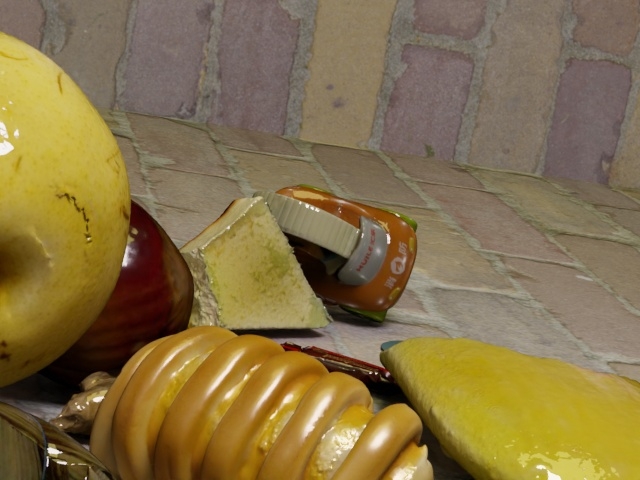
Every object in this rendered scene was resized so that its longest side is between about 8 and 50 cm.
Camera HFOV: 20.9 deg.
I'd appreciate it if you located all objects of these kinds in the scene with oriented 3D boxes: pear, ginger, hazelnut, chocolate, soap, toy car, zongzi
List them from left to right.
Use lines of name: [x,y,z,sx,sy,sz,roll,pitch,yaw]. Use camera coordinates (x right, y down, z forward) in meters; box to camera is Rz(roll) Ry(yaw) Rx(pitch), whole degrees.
pear: [-0.332,-0.025,1.512,0.348,0.348,0.348,10,12,-2]
zongzi: [-0.238,0.200,1.410,0.242,0.112,0.221,29,-10,-24]
hazelnut: [-0.239,0.055,1.765,0.230,0.229,0.229,10,12,-2]
ginger: [-0.164,0.161,1.691,0.133,0.058,0.214,18,15,15]
toy car: [0.000,0.000,2.216,0.235,0.145,0.235,20,-7,2]
chocolate: [0.032,0.150,1.988,0.183,0.028,0.086,15,7,8]
soap: [0.245,0.189,1.777,0.306,0.115,0.427,12,13,-23]

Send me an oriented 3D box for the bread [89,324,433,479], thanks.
bread: [-0.049,0.168,1.493,0.311,0.121,0.173,16,56,32]

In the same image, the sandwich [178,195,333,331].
sandwich: [-0.090,0.067,2.092,0.162,0.193,0.058,-43,23,-32]

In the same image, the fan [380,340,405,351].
fan: [0.149,0.151,2.129,0.113,0.005,0.175,1,15,-37]
